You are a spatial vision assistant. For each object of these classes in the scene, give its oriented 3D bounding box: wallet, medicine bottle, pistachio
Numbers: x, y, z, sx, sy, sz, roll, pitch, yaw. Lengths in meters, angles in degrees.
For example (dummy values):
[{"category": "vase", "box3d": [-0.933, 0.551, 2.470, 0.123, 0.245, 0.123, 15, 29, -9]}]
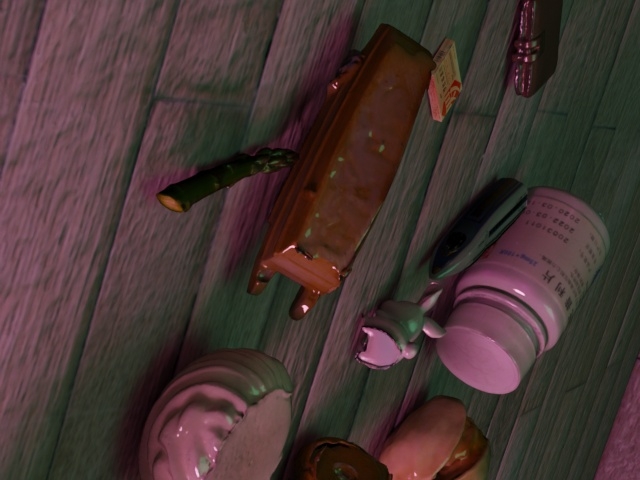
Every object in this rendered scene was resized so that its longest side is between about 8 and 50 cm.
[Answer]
[{"category": "wallet", "box3d": [0.296, -0.279, 1.902, 0.118, 0.039, 0.152, -42, 142, -49]}, {"category": "medicine bottle", "box3d": [0.292, 0.071, 2.033, 0.293, 0.170, 0.170, -52, 152, -31]}, {"category": "pistachio", "box3d": [0.163, 0.317, 2.007, 0.229, 0.157, 0.157, -46, 149, -51]}]

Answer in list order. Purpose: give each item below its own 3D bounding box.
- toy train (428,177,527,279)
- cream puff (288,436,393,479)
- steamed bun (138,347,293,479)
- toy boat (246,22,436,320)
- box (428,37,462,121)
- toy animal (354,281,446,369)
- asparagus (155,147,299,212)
[{"category": "toy train", "box3d": [0.215, -0.016, 1.931, 0.252, 0.055, 0.048, -40, 145, -49]}, {"category": "cream puff", "box3d": [0.020, 0.303, 1.716, 0.133, 0.119, 0.104, -18, 149, -47]}, {"category": "steamed bun", "box3d": [-0.107, 0.185, 1.349, 0.183, 0.106, 0.182, -43, 146, -38]}, {"category": "toy boat", "box3d": [0.018, -0.071, 1.395, 0.310, 0.089, 0.115, -68, -162, -12]}, {"category": "box", "box3d": [0.149, -0.193, 1.685, 0.058, 0.015, 0.093, -59, 155, -24]}, {"category": "toy animal", "box3d": [0.099, 0.108, 1.773, 0.124, 0.085, 0.071, -43, 129, -55]}, {"category": "asparagus", "box3d": [-0.086, -0.058, 1.271, 0.236, 0.034, 0.027, -28, 126, -59]}]
